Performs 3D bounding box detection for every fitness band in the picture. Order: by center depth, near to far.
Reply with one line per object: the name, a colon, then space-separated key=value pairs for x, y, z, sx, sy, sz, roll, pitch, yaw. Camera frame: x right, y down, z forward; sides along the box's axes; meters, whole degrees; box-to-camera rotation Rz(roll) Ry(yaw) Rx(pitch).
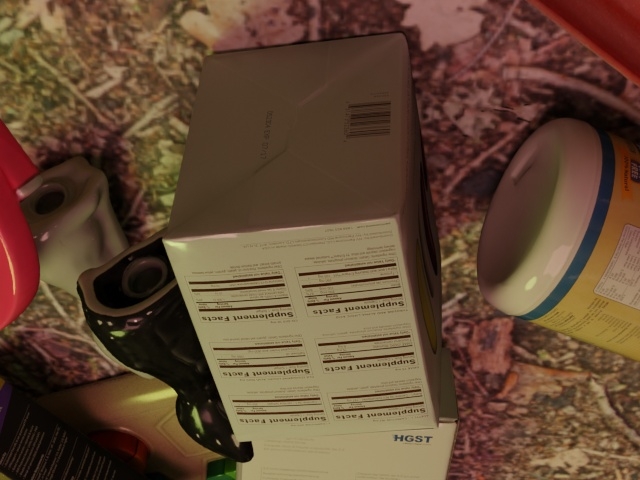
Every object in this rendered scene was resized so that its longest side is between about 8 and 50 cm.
fitness band: x=-0.307 y=-0.058 z=0.869 sx=0.209 sy=0.054 sz=0.291 roll=-26 pitch=105 yaw=44

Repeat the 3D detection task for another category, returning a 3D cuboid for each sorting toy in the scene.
sorting toy: x=-0.093 y=0.201 z=1.163 sx=0.307 sy=0.041 sz=0.229 roll=-16 pitch=130 yaw=21

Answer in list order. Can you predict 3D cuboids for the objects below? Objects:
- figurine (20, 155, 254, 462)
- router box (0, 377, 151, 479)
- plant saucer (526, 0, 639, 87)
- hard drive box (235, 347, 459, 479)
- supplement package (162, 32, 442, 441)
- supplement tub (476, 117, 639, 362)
figurine: x=-0.142 y=0.061 z=0.955 sx=0.092 sy=0.215 sz=0.209 roll=-39 pitch=137 yaw=-18
router box: x=-0.314 y=0.261 z=1.187 sx=0.309 sy=0.081 sz=0.243 roll=-24 pitch=126 yaw=39
plant saucer: x=0.232 y=-0.219 z=0.720 sx=0.258 sy=0.047 sz=0.259 roll=32 pitch=128 yaw=-21
hard drive box: x=0.016 y=0.203 z=1.086 sx=0.181 sy=0.089 sz=0.232 roll=4 pitch=129 yaw=-3
supplement package: x=0.000 y=0.000 z=0.854 sx=0.149 sy=0.194 sz=0.203 roll=-5 pitch=133 yaw=10
supplement tub: x=0.228 y=0.011 z=0.872 sx=0.200 sy=0.144 sz=0.144 roll=20 pitch=133 yaw=-12
